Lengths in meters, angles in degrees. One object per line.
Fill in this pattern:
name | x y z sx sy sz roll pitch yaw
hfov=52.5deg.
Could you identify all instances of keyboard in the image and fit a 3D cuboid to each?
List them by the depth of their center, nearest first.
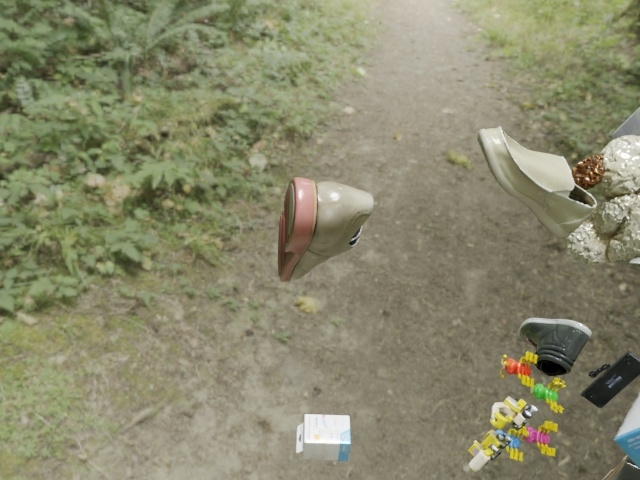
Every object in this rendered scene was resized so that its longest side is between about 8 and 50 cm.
keyboard | 0.797 0.376 1.790 0.108 0.180 0.023 35 18 -14

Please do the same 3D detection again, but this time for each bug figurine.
bug figurine | 0.543 0.446 1.713 0.216 0.278 0.072 25 -22 -22

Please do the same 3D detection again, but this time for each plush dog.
plush dog | 0.600 -0.089 1.237 0.263 0.225 0.210 -20 3 -12

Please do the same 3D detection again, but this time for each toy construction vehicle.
toy construction vehicle | 0.193 0.210 0.714 0.035 0.085 0.098 44 25 26

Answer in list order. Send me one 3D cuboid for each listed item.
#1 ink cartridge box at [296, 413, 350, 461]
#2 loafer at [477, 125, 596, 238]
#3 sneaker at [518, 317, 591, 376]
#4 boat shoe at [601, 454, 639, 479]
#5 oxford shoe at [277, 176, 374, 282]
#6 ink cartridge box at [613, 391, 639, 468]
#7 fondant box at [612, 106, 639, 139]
ink cartridge box | 0.006 0.541 1.780 0.143 0.089 0.092 3 41 -3
loafer | 0.354 -0.107 1.056 0.269 0.092 0.101 35 32 -31
sneaker | 0.635 0.308 1.858 0.105 0.146 0.296 37 -16 -7
boat shoe | 0.834 0.697 1.793 0.122 0.324 0.120 44 11 22
oxford shoe | 0.000 0.000 1.040 0.130 0.122 0.348 1 -12 -8
ink cartridge box | 0.631 0.316 0.958 0.270 0.198 0.197 50 47 9
fondant box | 0.815 -0.274 1.342 0.239 0.330 0.096 1 60 -16
